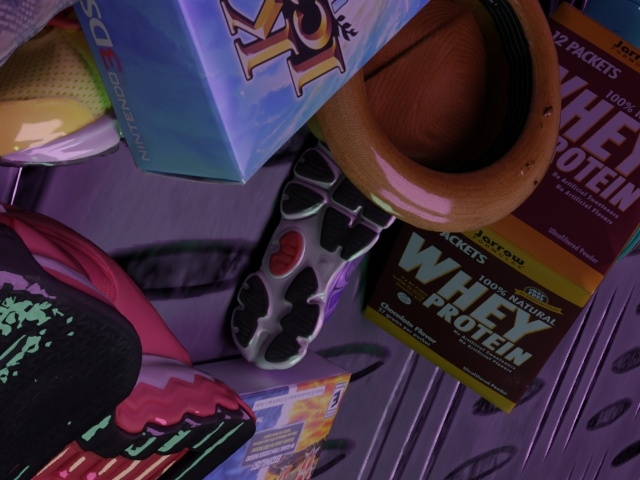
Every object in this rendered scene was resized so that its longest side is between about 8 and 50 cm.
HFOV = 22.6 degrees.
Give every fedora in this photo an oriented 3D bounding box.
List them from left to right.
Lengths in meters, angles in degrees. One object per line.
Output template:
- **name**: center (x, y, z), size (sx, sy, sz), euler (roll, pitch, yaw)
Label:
- **fedora**: center (0.052, -0.091, 0.913), size (0.194, 0.079, 0.194), euler (7, 78, -38)

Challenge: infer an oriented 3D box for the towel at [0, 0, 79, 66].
- **towel**: center (-0.206, -0.101, 0.246), size (0.324, 0.056, 0.312), euler (-48, 120, -42)

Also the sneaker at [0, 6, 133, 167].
- **sneaker**: center (-0.091, -0.110, 0.650), size (0.208, 0.081, 0.094), euler (-53, 147, -39)

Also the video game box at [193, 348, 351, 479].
- **video game box**: center (-0.071, 0.165, 0.998), size (0.205, 0.048, 0.187), euler (-3, 119, -64)

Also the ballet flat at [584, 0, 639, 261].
- **ballet flat**: center (0.241, -0.124, 1.324), size (0.342, 0.116, 0.124), euler (80, 22, -49)

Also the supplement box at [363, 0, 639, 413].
- **supplement box**: center (0.149, -0.020, 1.109), size (0.191, 0.129, 0.194), euler (-51, 170, -29)

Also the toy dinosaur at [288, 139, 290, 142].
- **toy dinosaur**: center (-0.037, -0.077, 0.835), size (0.082, 0.047, 0.090), euler (-67, 155, -48)

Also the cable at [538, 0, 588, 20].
- **cable**: center (0.158, -0.207, 1.106), size (0.150, 0.047, 0.184), euler (-6, 119, -64)

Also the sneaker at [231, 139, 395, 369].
- **sneaker**: center (0.000, 0.000, 0.984), size (0.170, 0.068, 0.071), euler (-57, 173, 4)

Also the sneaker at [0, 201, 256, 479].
- **sneaker**: center (-0.134, 0.038, 0.626), size (0.116, 0.136, 0.314), euler (-40, 160, -1)

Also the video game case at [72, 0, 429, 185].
- **video game case**: center (-0.019, -0.199, 0.613), size (0.244, 0.061, 0.269), euler (-46, 131, -36)
